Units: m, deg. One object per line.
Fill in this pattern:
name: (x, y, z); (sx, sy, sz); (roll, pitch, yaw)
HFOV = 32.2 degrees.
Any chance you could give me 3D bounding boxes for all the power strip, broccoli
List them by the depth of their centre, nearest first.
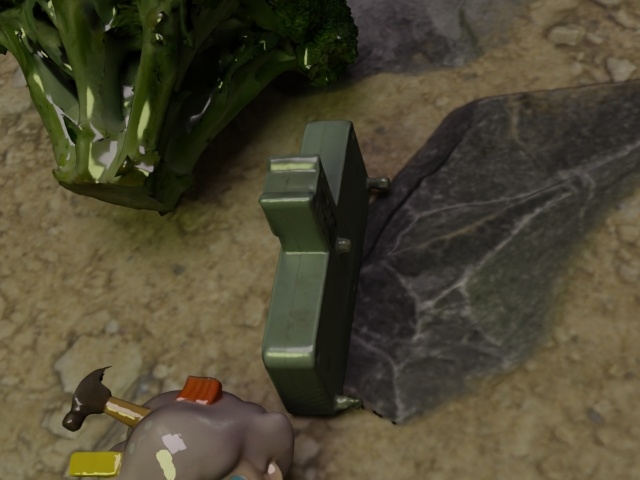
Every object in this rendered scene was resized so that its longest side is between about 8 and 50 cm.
power strip: (0.000, 0.000, 0.791); (0.061, 0.145, 0.215); (-2, 54, 15)
broccoli: (-0.134, -0.166, 0.894); (0.321, 0.304, 0.283); (-2, 75, 43)

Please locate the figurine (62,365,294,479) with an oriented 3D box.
figurine: (-0.064, 0.171, 0.709); (0.137, 0.112, 0.229); (-39, 67, -4)
